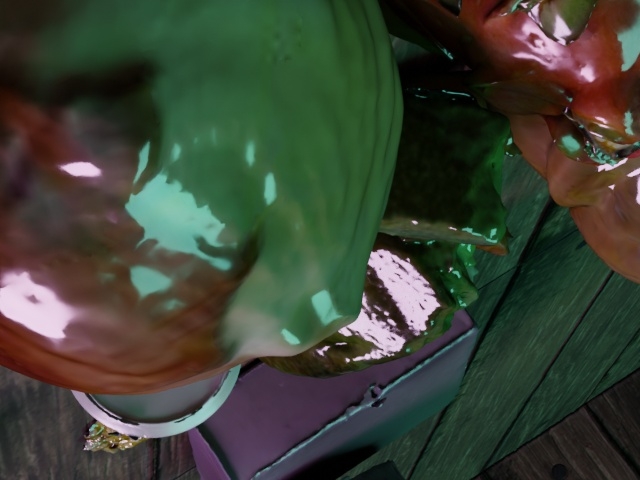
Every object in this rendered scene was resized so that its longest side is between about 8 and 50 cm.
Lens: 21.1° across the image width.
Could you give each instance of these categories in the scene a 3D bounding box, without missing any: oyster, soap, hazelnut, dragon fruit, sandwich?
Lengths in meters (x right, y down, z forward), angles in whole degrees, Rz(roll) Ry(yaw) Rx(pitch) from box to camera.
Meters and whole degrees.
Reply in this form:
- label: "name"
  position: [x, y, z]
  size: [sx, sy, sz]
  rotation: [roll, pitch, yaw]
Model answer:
- label: "oyster"
  position: [-0.147, 0.148, 1.526]
  size: [0.146, 0.045, 0.121]
  rotation: [-32, 177, -10]
- label: "soap"
  position: [0.011, 0.172, 1.770]
  size: [0.296, 0.107, 0.285]
  rotation: [-31, 163, -13]
- label: "hazelnut"
  position: [-0.074, -0.046, 0.773]
  size: [0.261, 0.241, 0.261]
  rotation: [-50, 174, -7]
- label: "dragon fruit"
  position: [0.132, -0.161, 0.910]
  size: [0.224, 0.227, 0.224]
  rotation: [-32, 155, -17]
- label: "sandwich"
  position: [0.000, 0.000, 1.020]
  size: [0.250, 0.162, 0.301]
  rotation: [4, 179, 13]

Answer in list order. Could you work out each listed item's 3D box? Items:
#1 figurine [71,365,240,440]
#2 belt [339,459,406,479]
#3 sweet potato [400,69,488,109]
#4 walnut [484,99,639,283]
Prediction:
- label: "figurine"
  position: [-0.127, 0.085, 1.273]
  size: [0.132, 0.132, 0.154]
  rotation: [-33, 177, -10]
- label: "belt"
  position: [0.019, 0.334, 1.774]
  size: [0.184, 0.164, 0.289]
  rotation: [-32, 168, 21]
- label: "sweet potato"
  position: [0.072, -0.088, 1.252]
  size: [0.243, 0.077, 0.077]
  rotation: [-36, 167, -39]
- label: "walnut"
  position: [0.281, -0.136, 1.115]
  size: [0.344, 0.306, 0.306]
  rotation: [-44, 162, 24]
